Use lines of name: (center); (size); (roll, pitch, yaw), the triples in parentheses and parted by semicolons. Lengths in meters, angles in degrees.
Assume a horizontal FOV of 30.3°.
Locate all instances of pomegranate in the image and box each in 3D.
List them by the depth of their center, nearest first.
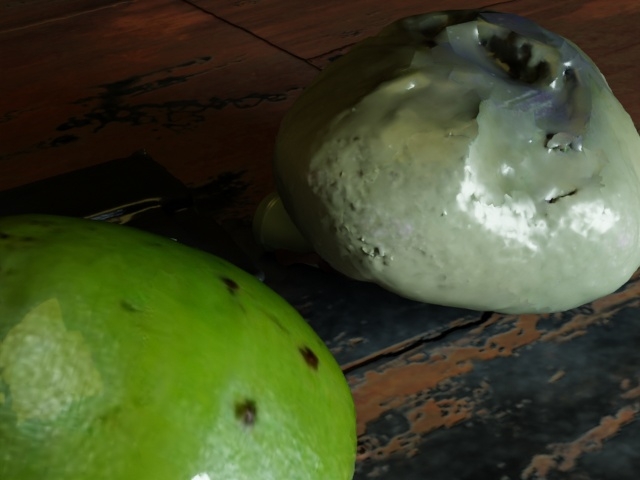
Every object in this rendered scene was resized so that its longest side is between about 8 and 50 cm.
pomegranate: (-0.121, 0.128, 0.456); (0.260, 0.260, 0.340); (4, 33, 15)

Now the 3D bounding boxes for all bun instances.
bun: (0.098, -0.064, 0.804); (0.273, 0.168, 0.273); (9, 31, -5)

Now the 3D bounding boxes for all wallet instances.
wallet: (-0.196, 0.009, 0.871); (0.247, 0.041, 0.323); (-16, 28, -20)

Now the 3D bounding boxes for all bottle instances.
bottle: (-0.001, 0.001, 0.855); (0.101, 0.047, 0.063); (24, 62, 34)
